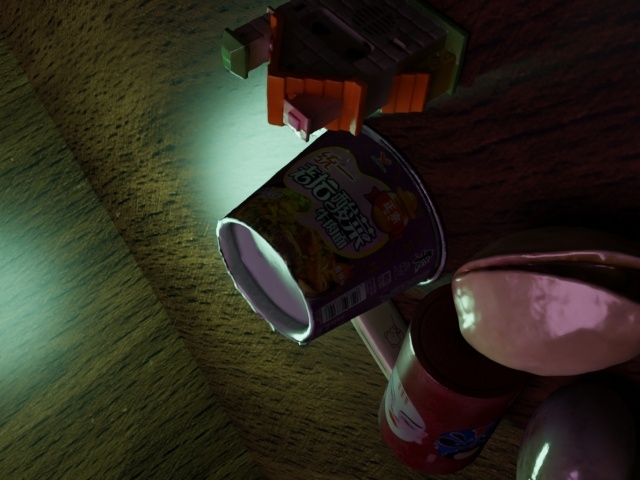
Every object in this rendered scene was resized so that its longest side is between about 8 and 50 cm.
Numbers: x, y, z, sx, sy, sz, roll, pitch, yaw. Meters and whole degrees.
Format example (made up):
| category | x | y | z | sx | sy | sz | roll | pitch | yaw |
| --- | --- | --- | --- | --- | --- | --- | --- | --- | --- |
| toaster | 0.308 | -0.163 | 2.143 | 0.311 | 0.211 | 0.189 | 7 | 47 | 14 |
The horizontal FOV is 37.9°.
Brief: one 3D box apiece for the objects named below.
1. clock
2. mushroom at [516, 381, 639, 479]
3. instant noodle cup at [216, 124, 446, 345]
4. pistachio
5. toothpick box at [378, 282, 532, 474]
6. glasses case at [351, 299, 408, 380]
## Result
| category | x | y | z | sx | sy | sz | roll | pitch | yaw |
| --- | --- | --- | --- | --- | --- | --- | --- | --- | --- |
| clock | 0.024 | -0.240 | 1.237 | 0.220 | 0.255 | 0.106 | 44 | 153 | 25 |
| mushroom | 0.408 | 0.335 | 1.358 | 0.243 | 0.244 | 0.243 | 41 | 152 | 28 |
| instant noodle cup | 0.000 | 0.000 | 1.566 | 0.340 | 0.266 | 0.339 | 43 | 153 | 28 |
| pistachio | 0.305 | 0.071 | 1.195 | 0.214 | 0.193 | 0.318 | 26 | 158 | -24 |
| toothpick box | 0.217 | 0.236 | 1.540 | 0.204 | 0.204 | 0.333 | 45 | 153 | 22 |
| glasses case | 0.130 | 0.189 | 1.778 | 0.196 | 0.083 | 0.050 | 57 | 154 | -7 |
